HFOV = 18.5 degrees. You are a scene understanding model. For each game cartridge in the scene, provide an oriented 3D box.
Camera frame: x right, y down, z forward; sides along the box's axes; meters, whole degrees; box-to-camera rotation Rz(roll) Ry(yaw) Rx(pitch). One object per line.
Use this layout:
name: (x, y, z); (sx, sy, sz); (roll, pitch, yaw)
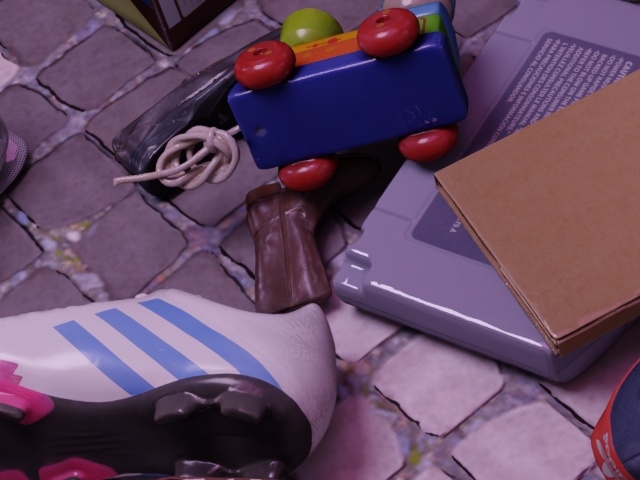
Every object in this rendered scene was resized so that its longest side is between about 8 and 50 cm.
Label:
game cartridge: (0.163, -0.043, 1.326); (0.196, 0.060, 0.294); (18, 59, 30)

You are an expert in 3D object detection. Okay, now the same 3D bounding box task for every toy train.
toy train: (-0.021, -0.111, 1.360); (0.248, 0.105, 0.143); (-13, 32, 16)

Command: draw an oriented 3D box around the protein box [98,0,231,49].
protein box: (-0.123, -0.295, 1.546); (0.201, 0.136, 0.200); (-41, 54, -18)

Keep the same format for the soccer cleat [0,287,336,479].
soccer cleat: (-0.145, 0.092, 1.277); (0.331, 0.116, 0.143); (2, 34, 16)

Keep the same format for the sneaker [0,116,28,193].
sneaker: (-0.325, -0.127, 1.471); (0.210, 0.137, 0.365); (-2, 57, 12)

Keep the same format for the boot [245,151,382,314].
boot: (0.000, 0.000, 1.343); (0.106, 0.037, 0.114); (-22, 46, 14)

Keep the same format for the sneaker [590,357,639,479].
sneaker: (0.305, 0.062, 1.169); (0.350, 0.148, 0.131); (-17, 75, -27)

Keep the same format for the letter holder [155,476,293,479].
letter holder: (0.053, 0.241, 1.022); (0.302, 0.214, 0.152); (3, 53, 16)

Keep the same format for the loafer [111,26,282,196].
loafer: (-0.080, -0.106, 1.435); (0.170, 0.062, 0.061); (-38, 48, -17)

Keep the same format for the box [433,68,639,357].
box: (0.198, -0.031, 1.262); (0.201, 0.021, 0.164); (-27, 51, -7)
